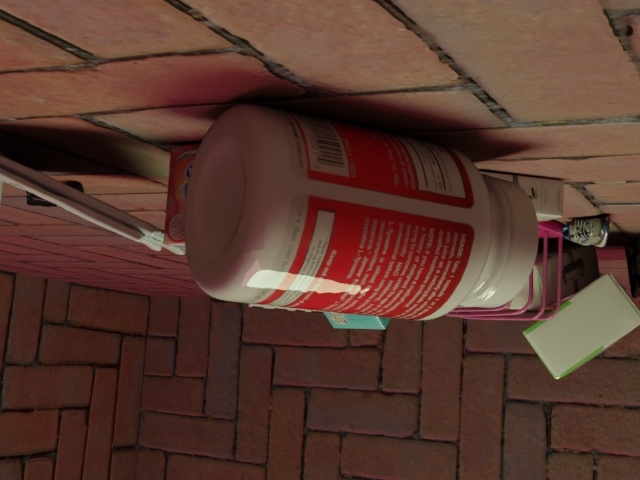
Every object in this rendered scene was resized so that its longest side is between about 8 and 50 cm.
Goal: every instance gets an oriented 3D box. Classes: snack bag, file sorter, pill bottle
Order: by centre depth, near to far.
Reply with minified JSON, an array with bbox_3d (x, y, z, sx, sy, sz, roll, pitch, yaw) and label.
[{"bbox_3d":[0.058,-0.021,1.214,0.407,0.229,0.229,9,171,-30],"label":"pill bottle"},{"bbox_3d":[-0.367,-0.057,1.468,0.323,0.037,0.342,24,176,1],"label":"snack bag"},{"bbox_3d":[0.287,0.045,1.753,0.202,0.182,0.290,-2,170,36],"label":"file sorter"}]

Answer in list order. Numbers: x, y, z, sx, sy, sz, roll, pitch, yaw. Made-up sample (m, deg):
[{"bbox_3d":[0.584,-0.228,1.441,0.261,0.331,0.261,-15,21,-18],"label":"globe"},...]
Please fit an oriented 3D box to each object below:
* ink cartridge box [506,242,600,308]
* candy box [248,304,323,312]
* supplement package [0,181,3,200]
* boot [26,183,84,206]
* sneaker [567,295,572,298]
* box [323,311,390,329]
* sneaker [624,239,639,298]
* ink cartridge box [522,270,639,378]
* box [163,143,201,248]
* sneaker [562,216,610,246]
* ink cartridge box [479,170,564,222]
[{"bbox_3d":[0.433,0.070,1.978,0.218,0.092,0.158,-14,-173,-43],"label":"ink cartridge box"},{"bbox_3d":[-0.043,0.078,2.210,0.233,0.159,0.071,5,139,-10],"label":"candy box"},{"bbox_3d":[-0.622,-0.048,1.456,0.198,0.199,0.263,3,172,7],"label":"supplement package"},{"bbox_3d":[-0.469,-0.079,1.744,0.099,0.045,0.121,8,172,-7],"label":"boot"},{"bbox_3d":[0.452,0.080,2.208,0.281,0.105,0.115,-1,171,34],"label":"sneaker"},{"bbox_3d":[0.095,0.029,1.556,0.100,0.244,0.060,-2,134,37],"label":"box"},{"bbox_3d":[0.669,0.053,1.927,0.121,0.111,0.300,-7,176,9],"label":"sneaker"},{"bbox_3d":[0.520,0.165,1.923,0.198,0.115,0.273,-38,165,12],"label":"ink cartridge box"},{"bbox_3d":[-0.070,-0.043,1.433,0.154,0.142,0.300,-2,170,34],"label":"box"},{"bbox_3d":[0.461,-0.015,1.727,0.058,0.052,0.135,9,171,-6],"label":"sneaker"},{"bbox_3d":[0.274,-0.061,1.452,0.135,0.056,0.099,5,173,-13],"label":"ink cartridge box"}]
